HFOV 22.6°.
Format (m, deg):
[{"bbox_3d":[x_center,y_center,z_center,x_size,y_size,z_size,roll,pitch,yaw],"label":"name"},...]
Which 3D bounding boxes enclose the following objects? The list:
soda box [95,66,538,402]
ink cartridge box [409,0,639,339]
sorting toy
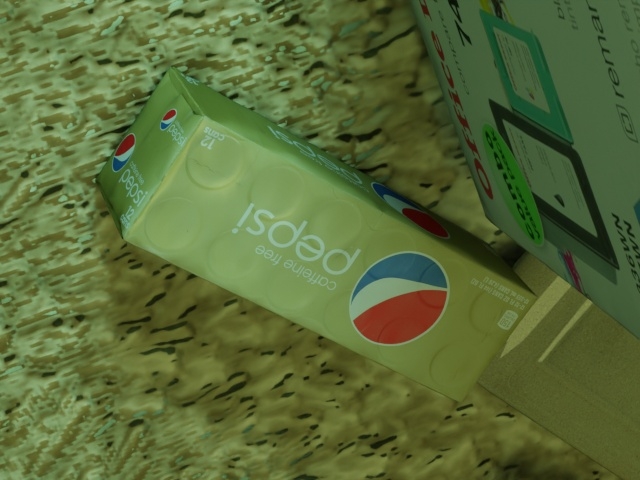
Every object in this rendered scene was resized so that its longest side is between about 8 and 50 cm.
[{"bbox_3d":[0.000,0.000,0.672,0.181,0.058,0.061,28,104,-30],"label":"soda box"},{"bbox_3d":[0.153,-0.095,0.534,0.197,0.270,0.198,-23,108,-6],"label":"ink cartridge box"},{"bbox_3d":[0.181,0.031,0.764,0.196,0.047,0.348,35,100,-27],"label":"sorting toy"}]
